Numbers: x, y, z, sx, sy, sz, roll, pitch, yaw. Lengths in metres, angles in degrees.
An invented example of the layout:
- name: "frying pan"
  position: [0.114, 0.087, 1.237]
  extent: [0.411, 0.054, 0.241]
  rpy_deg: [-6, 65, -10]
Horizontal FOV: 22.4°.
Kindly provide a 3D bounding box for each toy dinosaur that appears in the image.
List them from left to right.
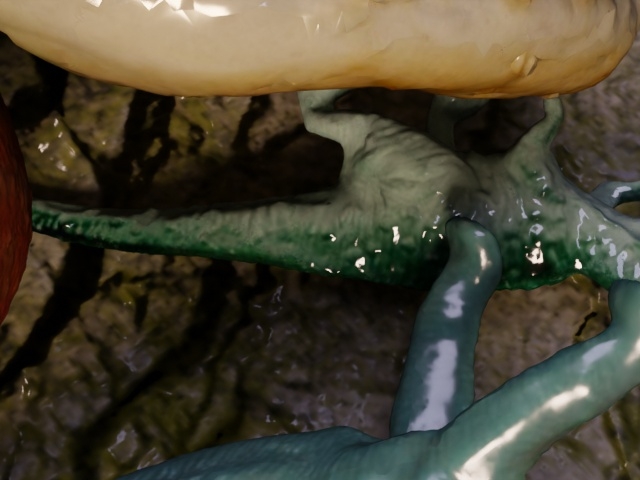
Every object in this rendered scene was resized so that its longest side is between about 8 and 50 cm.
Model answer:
- name: "toy dinosaur"
  position: [0.008, -0.036, 0.682]
  extent: [0.383, 0.076, 0.129]
  rpy_deg: [4, 46, 14]
- name: "toy dinosaur"
  position: [0.017, 0.177, 0.525]
  extent: [0.331, 0.129, 0.383]
  rpy_deg: [-40, 74, -8]

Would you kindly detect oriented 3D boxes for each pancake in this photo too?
- name: "pancake"
  position: [-0.064, -0.124, 0.614]
  extent: [0.387, 0.082, 0.387]
  rpy_deg: [14, 14, -3]

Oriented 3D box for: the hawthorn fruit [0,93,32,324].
- name: "hawthorn fruit"
  position: [-0.177, -0.003, 0.535]
  extent: [0.199, 0.199, 0.251]
  rpy_deg: [-36, 36, -25]
